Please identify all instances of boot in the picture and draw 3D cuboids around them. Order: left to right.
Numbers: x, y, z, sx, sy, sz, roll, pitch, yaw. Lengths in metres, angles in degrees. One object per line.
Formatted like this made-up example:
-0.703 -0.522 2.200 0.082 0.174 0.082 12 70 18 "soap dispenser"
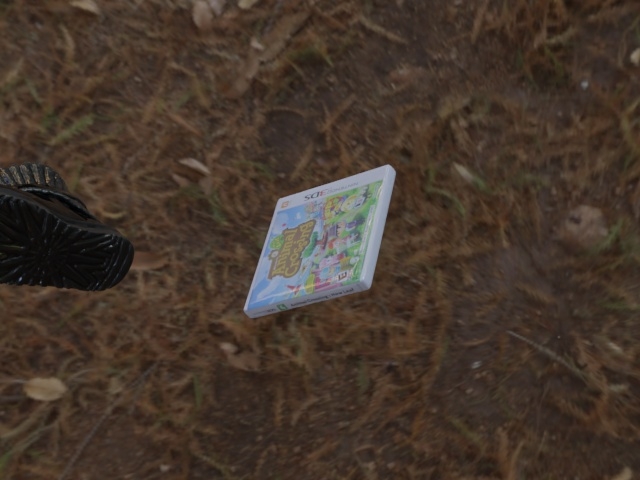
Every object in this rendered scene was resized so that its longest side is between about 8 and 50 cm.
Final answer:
-0.470 -0.043 1.542 0.260 0.348 0.131 38 97 35 "boot"

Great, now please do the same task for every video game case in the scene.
0.000 0.000 1.396 0.193 0.023 0.212 -16 41 32 "video game case"
